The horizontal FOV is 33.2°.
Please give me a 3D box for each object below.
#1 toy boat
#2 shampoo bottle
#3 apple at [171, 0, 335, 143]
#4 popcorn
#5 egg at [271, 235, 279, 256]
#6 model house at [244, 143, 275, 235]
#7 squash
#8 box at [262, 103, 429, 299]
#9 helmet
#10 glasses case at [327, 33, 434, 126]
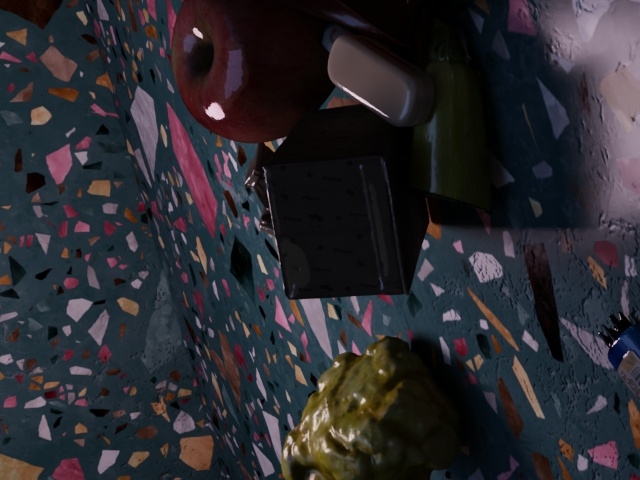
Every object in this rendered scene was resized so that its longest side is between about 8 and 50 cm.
[{"bbox_3d":[0.093,-0.278,1.674,0.079,0.134,0.208,-52,49,15],"label":"toy boat"},{"bbox_3d":[0.417,0.171,1.348,0.183,0.050,0.087,57,158,30],"label":"shampoo bottle"},{"bbox_3d":[-0.099,-0.323,1.858,0.345,0.269,0.345,8,100,56],"label":"apple"},{"bbox_3d":[0.090,0.341,1.981,0.334,0.292,0.293,-36,70,63],"label":"popcorn"},{"bbox_3d":[0.000,0.000,2.061,0.231,0.168,0.168,55,155,22],"label":"egg"},{"bbox_3d":[-0.022,-0.114,1.935,0.188,0.229,0.122,71,-170,-47],"label":"model house"},{"bbox_3d":[0.181,-0.167,1.537,0.137,0.137,0.287,39,140,54],"label":"squash"},{"bbox_3d":[0.049,-0.067,1.665,0.297,0.190,0.225,-64,-33,-65],"label":"box"},{"bbox_3d":[0.009,-0.437,1.489,0.230,0.385,0.337,-63,32,6],"label":"helmet"},{"bbox_3d":[0.084,-0.231,1.540,0.196,0.050,0.083,42,125,40],"label":"glasses case"}]
